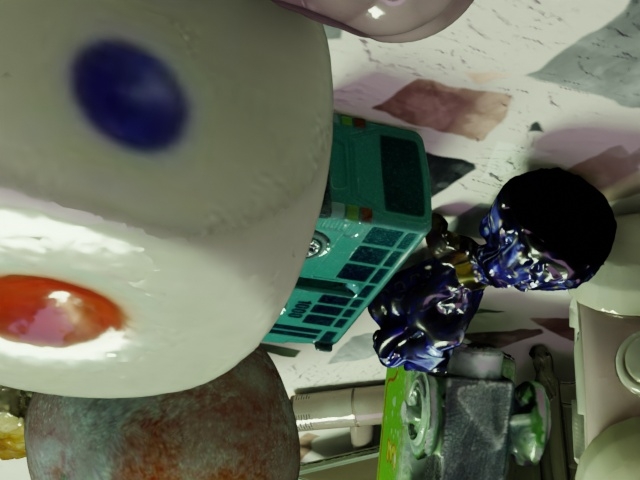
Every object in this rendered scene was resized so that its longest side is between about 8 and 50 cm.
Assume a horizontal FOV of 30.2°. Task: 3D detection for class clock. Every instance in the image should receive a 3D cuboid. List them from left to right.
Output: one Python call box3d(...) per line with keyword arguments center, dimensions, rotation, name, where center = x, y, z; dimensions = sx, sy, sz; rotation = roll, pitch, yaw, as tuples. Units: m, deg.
box3d(center=(0.339, 0.169, 1.227), dimensions=(0.184, 0.342, 0.326), rotation=(-9, 155, 13), name="clock")

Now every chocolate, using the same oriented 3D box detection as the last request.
box3d(center=(0.149, 0.037, 1.223), dimensions=(0.148, 0.126, 0.343), rotation=(48, 141, -1), name="chocolate")

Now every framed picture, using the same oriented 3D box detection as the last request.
box3d(center=(0.121, 0.337, 1.746), dimensions=(0.293, 0.018, 0.231), rotation=(-19, 148, 33), name="framed picture")

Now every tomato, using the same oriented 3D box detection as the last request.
box3d(center=(-0.176, 0.222, 1.332), dimensions=(0.316, 0.317, 0.282), rotation=(-29, 171, 40), name="tomato")

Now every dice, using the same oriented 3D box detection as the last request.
box3d(center=(-0.177, -0.081, 0.829), dimensions=(0.304, 0.304, 0.277), rotation=(17, 145, -25), name="dice")

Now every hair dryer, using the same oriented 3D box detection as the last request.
box3d(center=(0.079, 0.261, 1.650), dimensions=(0.195, 0.053, 0.220), rotation=(-8, 149, 13), name="hair dryer")

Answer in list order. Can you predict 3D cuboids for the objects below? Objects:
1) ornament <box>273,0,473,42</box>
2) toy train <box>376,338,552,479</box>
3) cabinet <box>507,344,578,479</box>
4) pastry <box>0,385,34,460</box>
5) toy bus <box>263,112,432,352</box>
box3d(center=(0.028, -0.214, 0.741), dimensions=(0.177, 0.177, 0.177), rotation=(0, 149, 0), name="ornament")
box3d(center=(0.161, 0.261, 1.416), dimensions=(0.173, 0.307, 0.249), rotation=(4, -176, -10), name="toy train")
box3d(center=(0.371, 0.332, 1.510), dimensions=(0.290, 0.318, 0.227), rotation=(9, 150, -13), name="cabinet")
box3d(center=(-0.430, 0.176, 1.438), dimensions=(0.257, 0.121, 0.236), rotation=(-2, 149, 39), name="pastry")
box3d(center=(0.000, 0.000, 1.138), dimensions=(0.147, 0.128, 0.256), rotation=(9, 146, -18), name="toy bus")
